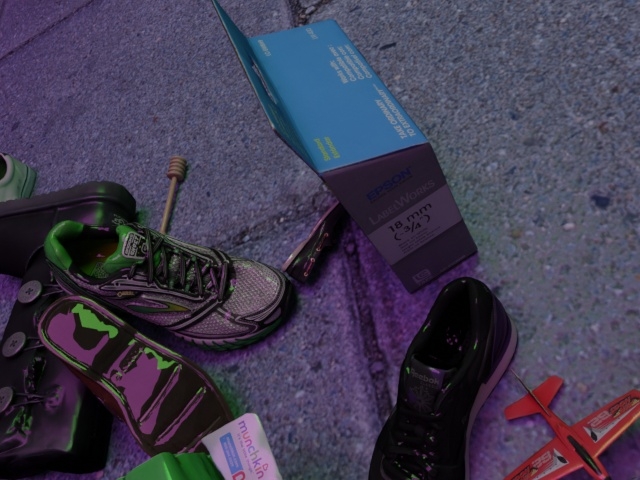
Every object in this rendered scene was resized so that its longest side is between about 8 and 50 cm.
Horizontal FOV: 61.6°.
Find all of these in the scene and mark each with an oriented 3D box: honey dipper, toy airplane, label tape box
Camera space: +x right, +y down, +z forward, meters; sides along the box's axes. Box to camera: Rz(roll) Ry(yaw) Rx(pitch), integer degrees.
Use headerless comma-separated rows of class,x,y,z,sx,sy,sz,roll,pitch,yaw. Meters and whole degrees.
honey dipper,-0.259,-0.072,0.931,0.030,0.030,0.161,-8,63,25
toy airplane,0.220,0.175,0.495,0.151,0.028,0.151,-30,29,19
label tape box,0.040,-0.118,0.593,0.105,0.334,0.241,-33,52,9

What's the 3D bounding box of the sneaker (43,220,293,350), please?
sneaker,-0.206,0.055,0.715,0.343,0.146,0.134,7,61,5

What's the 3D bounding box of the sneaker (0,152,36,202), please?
sneaker,-0.676,-0.069,1.118,0.094,0.091,0.258,-20,55,18

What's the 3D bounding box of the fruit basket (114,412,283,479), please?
fruit basket,-0.117,0.374,0.425,0.327,0.165,0.353,-32,68,3

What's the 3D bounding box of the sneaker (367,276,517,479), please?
sneaker,0.100,0.168,0.529,0.107,0.124,0.283,13,70,34

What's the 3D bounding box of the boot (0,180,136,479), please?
boot,-0.479,0.147,0.866,0.366,0.146,0.446,-17,61,22

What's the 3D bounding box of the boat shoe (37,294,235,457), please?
boat shoe,-0.219,0.187,0.690,0.307,0.104,0.110,41,66,11

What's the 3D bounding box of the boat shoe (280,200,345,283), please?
boat shoe,0.000,0.001,0.737,0.042,0.049,0.133,35,70,2
